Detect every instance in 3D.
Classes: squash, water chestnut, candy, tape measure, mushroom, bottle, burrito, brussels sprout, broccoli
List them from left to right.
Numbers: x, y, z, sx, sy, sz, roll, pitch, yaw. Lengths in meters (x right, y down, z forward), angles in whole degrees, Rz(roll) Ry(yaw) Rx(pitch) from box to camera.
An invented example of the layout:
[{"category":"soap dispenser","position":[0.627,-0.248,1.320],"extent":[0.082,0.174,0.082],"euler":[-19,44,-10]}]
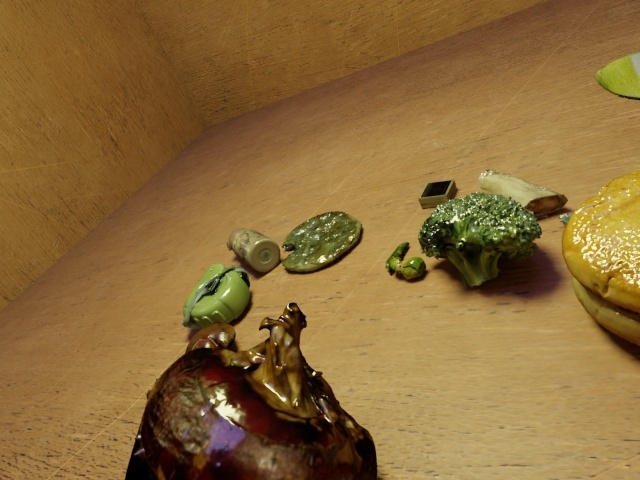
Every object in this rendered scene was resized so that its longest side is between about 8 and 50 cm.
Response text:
[{"category":"mushroom","position":[-0.243,0.243,1.037],"extent":[0.170,0.080,0.135],"euler":[7,53,51]},{"category":"tape measure","position":[-0.266,0.144,1.189],"extent":[0.175,0.106,0.200],"euler":[-8,35,37]},{"category":"bottle","position":[-0.197,0.015,1.354],"extent":[0.110,0.097,0.209],"euler":[-26,25,-23]},{"category":"water chestnut","position":[-0.079,0.254,0.629],"extent":[0.335,0.335,0.347],"euler":[21,85,54]},{"category":"brussels sprout","position":[0.186,0.057,1.008],"extent":[0.083,0.046,0.051],"euler":[2,45,44]},{"category":"broccoli","position":[0.295,-0.005,0.894],"extent":[0.226,0.198,0.176],"euler":[-45,56,29]},{"category":"burrito","position":[0.440,-0.107,1.046],"extent":[0.087,0.060,0.226],"euler":[-28,29,-3]},{"category":"candy","position":[0.501,-0.033,0.913],"extent":[0.030,0.020,0.083],"euler":[-22,27,9]},{"category":"squash","position":[0.886,-0.434,1.252],"extent":[0.237,0.155,0.204],"euler":[-10,-4,32]}]

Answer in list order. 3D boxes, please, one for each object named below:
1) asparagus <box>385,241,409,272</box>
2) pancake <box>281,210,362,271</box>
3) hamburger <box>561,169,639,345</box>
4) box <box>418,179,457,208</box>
[{"category":"asparagus","position":[0.178,0.036,1.074],"extent":[0.021,0.025,0.108],"euler":[20,47,29]},{"category":"pancake","position":[0.000,0.000,1.274],"extent":[0.253,0.037,0.253],"euler":[-20,30,12]},{"category":"hamburger","position":[0.516,0.028,0.643],"extent":[0.290,0.170,0.314],"euler":[-33,30,-4]},{"category":"box","position":[0.305,-0.122,1.212],"extent":[0.083,0.035,0.079],"euler":[-4,36,36]}]
